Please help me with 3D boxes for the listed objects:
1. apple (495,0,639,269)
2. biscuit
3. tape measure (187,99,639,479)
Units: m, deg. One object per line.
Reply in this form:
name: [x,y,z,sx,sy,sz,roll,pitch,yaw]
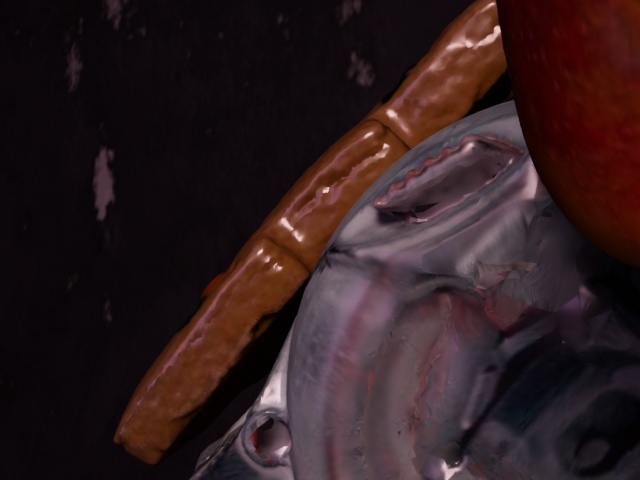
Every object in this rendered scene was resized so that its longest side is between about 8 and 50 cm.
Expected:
apple: [0.187,-0.119,0.615,0.288,0.288,0.317,-46,14,34]
biscuit: [-0.001,-0.001,0.940,0.043,0.301,0.278,42,141,6]
tape measure: [0.107,0.074,0.787,0.275,0.256,0.147,-53,0,12]
